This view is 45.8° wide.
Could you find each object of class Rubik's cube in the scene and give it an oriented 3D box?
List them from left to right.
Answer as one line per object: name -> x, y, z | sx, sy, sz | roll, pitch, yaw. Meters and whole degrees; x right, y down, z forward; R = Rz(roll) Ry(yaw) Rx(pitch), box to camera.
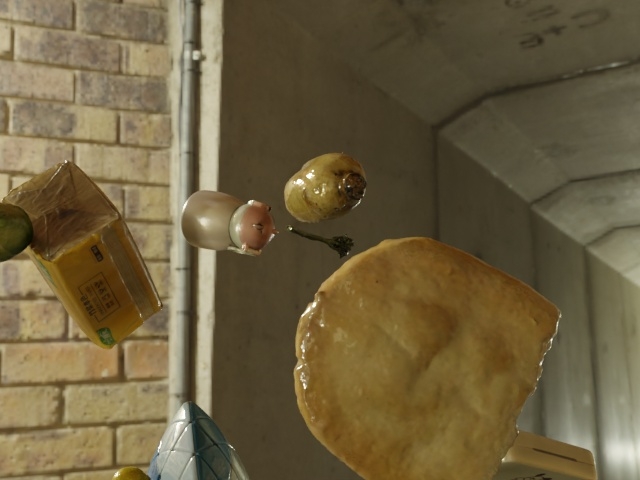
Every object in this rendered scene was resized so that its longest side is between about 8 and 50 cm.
Rubik's cube -> -0.236, 0.510, 1.599 | 0.254, 0.255, 0.254 | -3, -11, -1

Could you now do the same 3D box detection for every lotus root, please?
lotus root -> 0.013, -0.118, 1.739 | 0.146, 0.160, 0.284 | 31, -14, -25

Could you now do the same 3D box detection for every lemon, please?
lemon -> -0.391, 0.497, 1.556 | 0.083, 0.062, 0.062 | -4, -10, -14

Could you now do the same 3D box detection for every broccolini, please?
broccolini -> 0.006, 0.000, 2.207 | 0.057, 0.071, 0.254 | -5, -14, 43

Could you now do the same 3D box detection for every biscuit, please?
biscuit -> 0.178, 0.209, 1.276 | 0.446, 0.429, 0.104 | 36, -3, -5

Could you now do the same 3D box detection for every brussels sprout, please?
brussels sprout -> -0.710, -0.020, 1.660 | 0.155, 0.117, 0.155 | -15, -49, -18

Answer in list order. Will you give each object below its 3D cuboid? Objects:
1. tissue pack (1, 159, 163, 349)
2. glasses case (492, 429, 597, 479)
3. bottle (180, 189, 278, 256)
tissue pack -> -0.589, 0.041, 1.904 | 0.228, 0.293, 0.382 | -34, -36, -20
glasses case -> 0.428, 0.454, 1.552 | 0.312, 0.070, 0.131 | 23, -39, -35
bottle -> -0.213, -0.041, 1.863 | 0.236, 0.148, 0.147 | 9, -3, 32
